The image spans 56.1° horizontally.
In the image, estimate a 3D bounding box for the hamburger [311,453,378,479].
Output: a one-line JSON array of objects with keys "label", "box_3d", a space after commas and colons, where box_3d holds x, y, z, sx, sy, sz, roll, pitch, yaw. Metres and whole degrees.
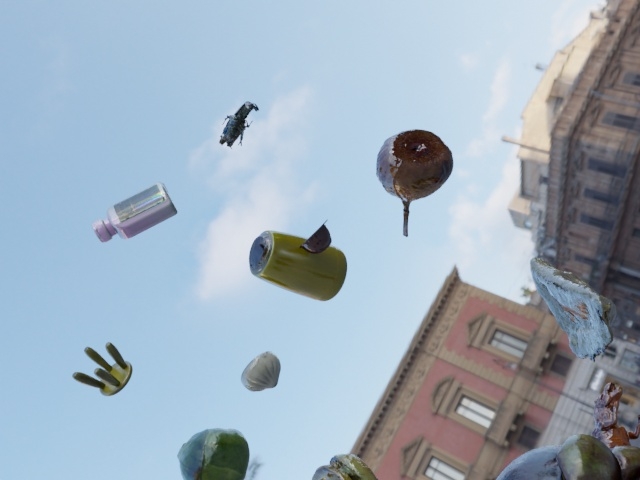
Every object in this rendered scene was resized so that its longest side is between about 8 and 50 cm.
[{"label": "hamburger", "box_3d": [0.071, 0.558, 1.321, 0.114, 0.185, 0.176, -8, -107, -38]}]

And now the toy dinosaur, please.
[{"label": "toy dinosaur", "box_3d": [0.632, 0.484, 1.258, 0.208, 0.097, 0.431, 110, 177, -60]}]

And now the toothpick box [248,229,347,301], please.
[{"label": "toothpick box", "box_3d": [-0.073, 0.069, 1.769, 0.272, 0.175, 0.174, 19, -87, -31]}]

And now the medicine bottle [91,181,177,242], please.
[{"label": "medicine bottle", "box_3d": [-0.506, -0.069, 1.632, 0.219, 0.115, 0.078, -29, -40, -10]}]

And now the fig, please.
[{"label": "fig", "box_3d": [0.181, -0.111, 1.168, 0.146, 0.133, 0.201, -12, -45, -3]}]

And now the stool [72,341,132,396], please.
[{"label": "stool", "box_3d": [-0.592, 0.354, 1.649, 0.134, 0.135, 0.110, -44, -52, -9]}]

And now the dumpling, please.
[{"label": "dumpling", "box_3d": [0.476, 0.125, 1.084, 0.332, 0.086, 0.165, -81, -33, -77]}]

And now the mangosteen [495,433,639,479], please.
[{"label": "mangosteen", "box_3d": [0.419, 0.440, 0.906, 0.307, 0.307, 0.346, -28, -29, -50]}]

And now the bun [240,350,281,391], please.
[{"label": "bun", "box_3d": [-0.168, 0.410, 1.822, 0.138, 0.094, 0.138, -38, -24, -21]}]

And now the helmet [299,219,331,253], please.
[{"label": "helmet", "box_3d": [0.000, 0.000, 1.662, 0.111, 0.057, 0.089, -45, -3, -21]}]

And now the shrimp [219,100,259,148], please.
[{"label": "shrimp", "box_3d": [-0.236, -0.342, 1.764, 0.082, 0.076, 0.174, 21, -53, -32]}]

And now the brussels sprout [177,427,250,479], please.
[{"label": "brussels sprout", "box_3d": [-0.367, 0.743, 2.024, 0.210, 0.272, 0.219, 14, -108, -42]}]
